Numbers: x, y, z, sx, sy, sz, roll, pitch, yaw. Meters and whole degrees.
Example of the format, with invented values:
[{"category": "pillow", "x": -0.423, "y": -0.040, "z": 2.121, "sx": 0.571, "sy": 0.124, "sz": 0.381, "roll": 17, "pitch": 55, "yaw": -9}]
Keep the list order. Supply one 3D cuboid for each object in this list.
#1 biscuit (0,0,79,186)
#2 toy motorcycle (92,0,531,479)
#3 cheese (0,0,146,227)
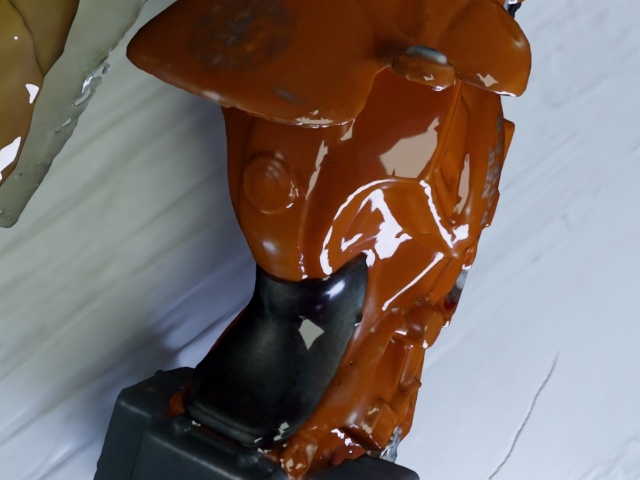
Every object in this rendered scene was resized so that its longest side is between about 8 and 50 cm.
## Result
[{"category": "biscuit", "x": -0.203, "y": -0.063, "z": 0.409, "sx": 0.296, "sy": 0.102, "sz": 0.296, "roll": -24, "pitch": 141, "yaw": -21}, {"category": "toy motorcycle", "x": 0.000, "y": 0.000, "z": 0.647, "sx": 0.221, "sy": 0.148, "sz": 0.325, "roll": -7, "pitch": 116, "yaw": -59}, {"category": "cheese", "x": -0.041, "y": -0.144, "z": 0.481, "sx": 0.085, "sy": 0.034, "sz": 0.400, "roll": 26, "pitch": 127, "yaw": -20}]
